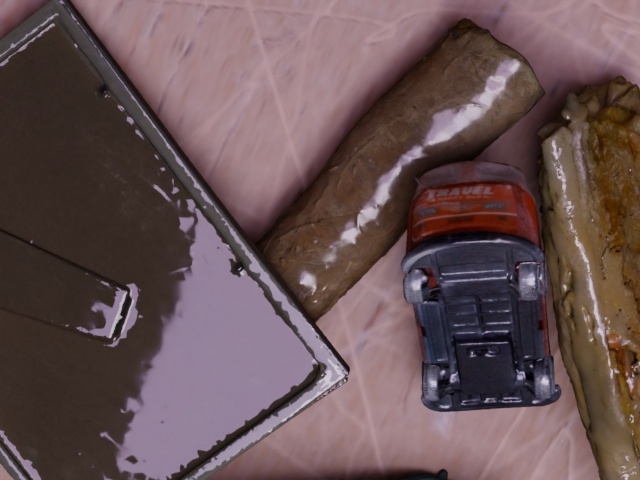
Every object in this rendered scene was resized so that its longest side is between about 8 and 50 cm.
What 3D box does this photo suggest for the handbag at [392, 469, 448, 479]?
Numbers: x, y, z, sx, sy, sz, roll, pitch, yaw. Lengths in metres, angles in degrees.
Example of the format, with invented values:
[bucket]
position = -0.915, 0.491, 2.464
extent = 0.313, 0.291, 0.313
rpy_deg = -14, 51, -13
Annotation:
[handbag]
position = -0.010, 0.287, 1.032
extent = 0.274, 0.100, 0.269
rpy_deg = -4, 110, -29

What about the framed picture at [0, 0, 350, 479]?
[framed picture]
position = -0.133, 0.025, 0.967
extent = 0.189, 0.023, 0.260
rpy_deg = -37, 94, 9

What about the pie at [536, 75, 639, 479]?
[pie]
position = 0.169, 0.043, 1.002
extent = 0.068, 0.128, 0.282
rpy_deg = -1, 112, 30

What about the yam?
[yam]
position = 0.000, 0.000, 0.994
extent = 0.066, 0.066, 0.300
rpy_deg = 41, 100, -18

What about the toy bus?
[toy bus]
position = 0.086, 0.025, 0.970
extent = 0.079, 0.077, 0.174
rpy_deg = -3, 144, 9
